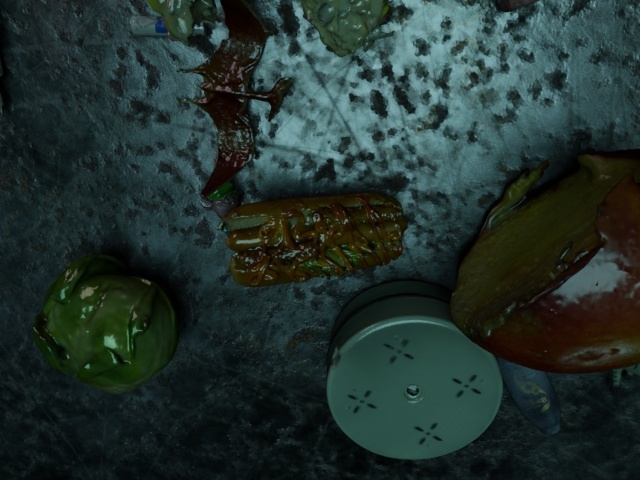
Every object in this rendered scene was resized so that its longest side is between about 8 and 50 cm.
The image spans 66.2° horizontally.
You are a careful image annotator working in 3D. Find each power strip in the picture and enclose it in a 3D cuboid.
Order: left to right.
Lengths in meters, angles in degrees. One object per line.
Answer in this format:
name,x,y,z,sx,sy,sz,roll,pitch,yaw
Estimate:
power strip,0.188,0.267,0.996,0.356,0.161,0.358,1,111,3

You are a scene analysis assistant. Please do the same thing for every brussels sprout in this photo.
brussels sprout,-0.421,0.174,0.986,0.259,0.227,0.295,15,119,15

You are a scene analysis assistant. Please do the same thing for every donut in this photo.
donut,-0.082,-0.421,0.707,0.370,0.150,0.308,-8,92,-25

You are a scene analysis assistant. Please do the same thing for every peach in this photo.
peach,0.415,0.050,0.801,0.416,0.339,0.354,-12,105,12

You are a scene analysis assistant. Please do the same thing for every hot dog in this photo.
hot dog,0.000,0.000,0.890,0.348,0.117,0.159,-6,110,-15

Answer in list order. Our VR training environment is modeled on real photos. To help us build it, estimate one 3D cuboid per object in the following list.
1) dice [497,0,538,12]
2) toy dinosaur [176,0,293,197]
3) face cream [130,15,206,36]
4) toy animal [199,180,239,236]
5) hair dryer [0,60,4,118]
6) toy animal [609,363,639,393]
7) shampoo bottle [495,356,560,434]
dice,0.323,-0.419,0.766,0.093,0.091,0.094,-17,107,11
toy dinosaur,-0.172,-0.249,0.864,0.206,0.113,0.327,35,113,-3
face cream,-0.265,-0.376,0.865,0.129,0.034,0.034,4,111,3
toy animal,-0.150,-0.019,0.969,0.208,0.100,0.103,45,147,-14
hair dryer,-0.599,-0.395,0.869,0.172,0.108,0.358,5,120,4
toy animal,0.623,0.236,0.971,0.216,0.073,0.176,2,131,45
shampoo bottle,0.448,0.315,1.048,0.087,0.049,0.234,-26,106,16
